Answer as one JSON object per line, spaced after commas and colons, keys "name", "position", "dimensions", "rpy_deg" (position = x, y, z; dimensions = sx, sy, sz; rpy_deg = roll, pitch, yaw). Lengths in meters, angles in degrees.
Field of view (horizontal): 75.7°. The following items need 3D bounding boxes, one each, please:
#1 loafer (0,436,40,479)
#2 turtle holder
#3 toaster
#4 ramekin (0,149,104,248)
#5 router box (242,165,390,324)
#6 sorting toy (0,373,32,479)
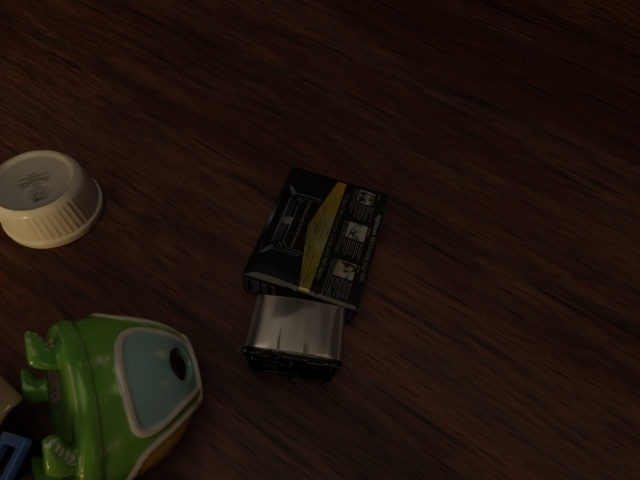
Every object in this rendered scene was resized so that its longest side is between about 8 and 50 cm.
{"name": "loafer", "position": [-0.549, 0.375, 0.615], "dimensions": [0.223, 0.078, 0.076], "rpy_deg": [-30, 66, -22]}
{"name": "turtle holder", "position": [-0.297, 0.259, 0.624], "dimensions": [0.227, 0.244, 0.320], "rpy_deg": [-6, 42, -42]}
{"name": "toaster", "position": [-0.047, 0.179, 0.733], "dimensions": [0.167, 0.186, 0.110], "rpy_deg": [8, 62, -1]}
{"name": "ramekin", "position": [-0.591, -0.098, 0.885], "dimensions": [0.206, 0.109, 0.207], "rpy_deg": [3, 58, -5]}
{"name": "router box", "position": [0.000, 0.000, 0.908], "dimensions": [0.242, 0.081, 0.309], "rpy_deg": [18, 58, 5]}
{"name": "sorting toy", "position": [-0.544, 0.285, 0.595], "dimensions": [0.347, 0.047, 0.196], "rpy_deg": [11, 65, 36]}
